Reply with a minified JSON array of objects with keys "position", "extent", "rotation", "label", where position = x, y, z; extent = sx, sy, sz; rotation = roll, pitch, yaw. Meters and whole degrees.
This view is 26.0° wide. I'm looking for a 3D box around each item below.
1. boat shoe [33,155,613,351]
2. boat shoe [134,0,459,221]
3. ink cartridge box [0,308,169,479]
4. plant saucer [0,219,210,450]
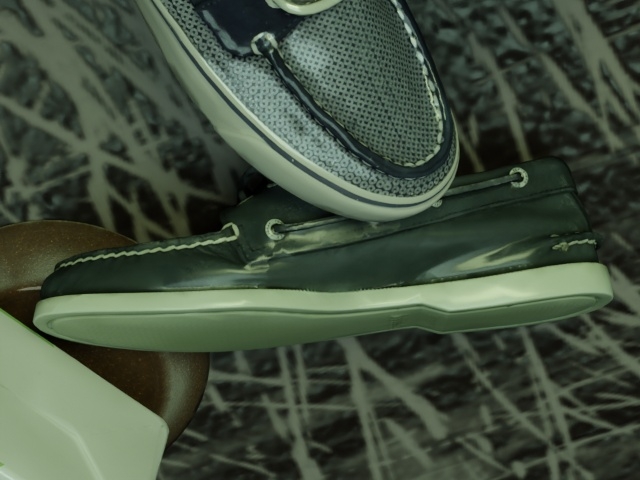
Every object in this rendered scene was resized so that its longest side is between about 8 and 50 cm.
[{"position":[0.001,-0.001,0.826],"extent":[0.340,0.127,0.113],"rotation":[-5,76,-1],"label":"boat shoe"},{"position":[-0.022,-0.156,0.682],"extent":[0.340,0.158,0.127],"rotation":[47,61,-13],"label":"boat shoe"},{"position":[-0.286,0.190,0.856],"extent":[0.207,0.119,0.353],"rotation":[38,118,-19],"label":"ink cartridge box"},{"position":[-0.169,0.084,0.885],"extent":[0.198,0.036,0.199],"rotation":[-2,116,-5],"label":"plant saucer"}]
